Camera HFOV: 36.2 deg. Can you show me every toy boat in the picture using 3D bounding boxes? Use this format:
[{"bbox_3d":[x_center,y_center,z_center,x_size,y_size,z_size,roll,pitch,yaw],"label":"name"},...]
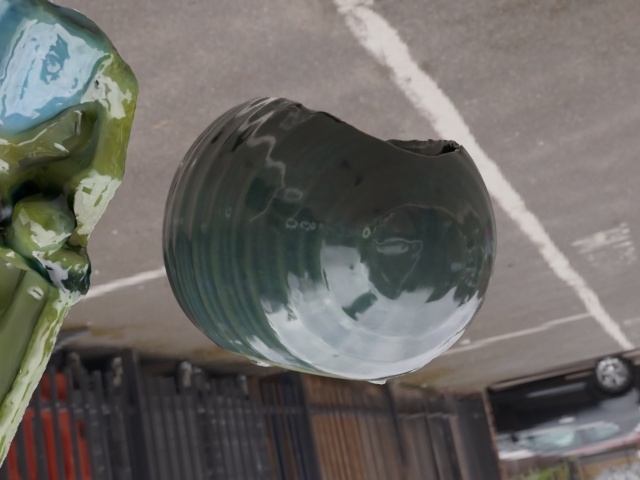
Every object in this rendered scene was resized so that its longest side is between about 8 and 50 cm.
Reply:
[{"bbox_3d":[-0.156,0.044,0.328,0.111,0.276,0.084,25,177,-23],"label":"toy boat"}]

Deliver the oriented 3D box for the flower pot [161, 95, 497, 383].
[{"bbox_3d":[0.000,0.000,0.603,0.189,0.157,0.243,13,177,-23],"label":"flower pot"}]
